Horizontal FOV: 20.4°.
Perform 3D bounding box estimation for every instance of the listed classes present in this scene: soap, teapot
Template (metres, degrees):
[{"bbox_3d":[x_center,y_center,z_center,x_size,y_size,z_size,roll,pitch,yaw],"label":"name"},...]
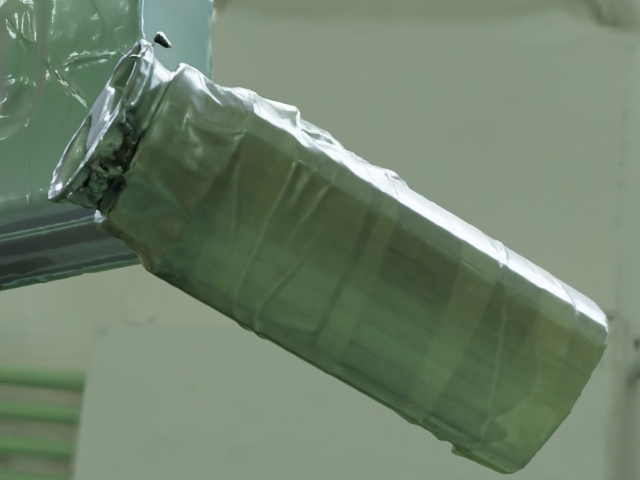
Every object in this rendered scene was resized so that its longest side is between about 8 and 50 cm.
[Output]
[{"bbox_3d":[-0.243,-0.073,1.163,0.347,0.208,0.115,-11,-24,21],"label":"soap"},{"bbox_3d":[0.000,0.000,0.659,0.200,0.077,0.107,31,9,-16],"label":"teapot"}]
